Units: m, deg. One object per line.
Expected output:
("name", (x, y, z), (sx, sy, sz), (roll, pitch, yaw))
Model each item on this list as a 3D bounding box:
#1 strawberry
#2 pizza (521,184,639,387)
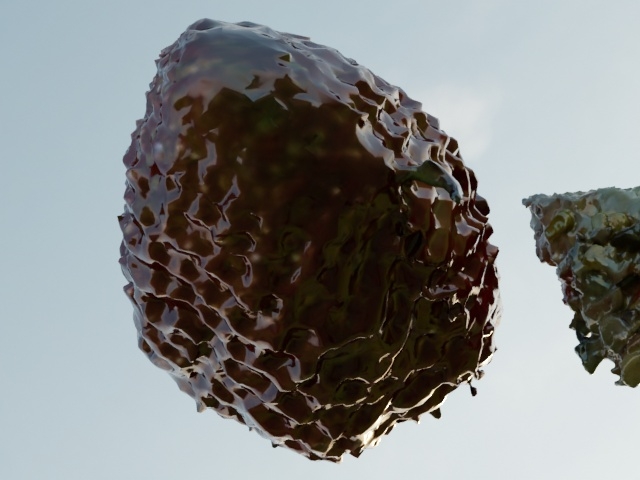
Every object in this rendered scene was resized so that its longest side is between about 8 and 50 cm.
("strawberry", (0.002, 0.000, 0.886), (0.292, 0.292, 0.343), (-35, -13, -10))
("pizza", (0.209, -0.001, 0.952), (0.052, 0.195, 0.185), (27, -88, -37))
